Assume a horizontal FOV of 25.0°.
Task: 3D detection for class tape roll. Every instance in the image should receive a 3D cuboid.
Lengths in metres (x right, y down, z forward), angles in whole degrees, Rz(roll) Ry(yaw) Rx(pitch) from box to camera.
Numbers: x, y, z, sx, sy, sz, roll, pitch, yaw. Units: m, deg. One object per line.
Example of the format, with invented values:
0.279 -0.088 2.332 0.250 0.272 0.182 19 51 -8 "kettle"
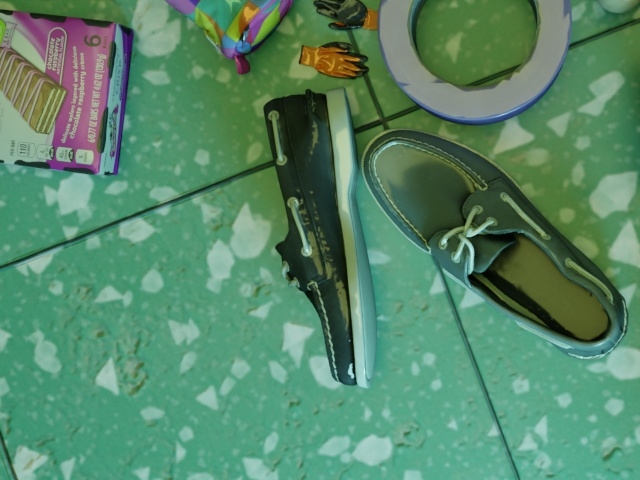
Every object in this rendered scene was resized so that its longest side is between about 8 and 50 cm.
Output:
0.153 -0.210 1.429 0.188 0.080 0.189 0 90 7 "tape roll"

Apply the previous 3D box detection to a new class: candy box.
-0.322 -0.158 1.498 0.233 0.071 0.159 7 92 8 "candy box"

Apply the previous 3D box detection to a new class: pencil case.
-0.138 -0.279 1.460 0.236 0.104 0.104 42 96 7 "pencil case"

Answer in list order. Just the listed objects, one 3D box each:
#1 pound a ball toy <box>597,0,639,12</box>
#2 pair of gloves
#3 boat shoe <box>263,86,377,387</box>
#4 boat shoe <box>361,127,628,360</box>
0.416 -0.160 1.338 0.319 0.136 0.208 0 93 12 "pound a ball toy"
0.021 -0.209 1.481 0.074 0.010 0.083 17 92 8 "pair of gloves"
0.000 0.000 1.441 0.091 0.114 0.303 -7 78 7 "boat shoe"
0.170 -0.002 1.418 0.319 0.099 0.116 41 96 6 "boat shoe"
